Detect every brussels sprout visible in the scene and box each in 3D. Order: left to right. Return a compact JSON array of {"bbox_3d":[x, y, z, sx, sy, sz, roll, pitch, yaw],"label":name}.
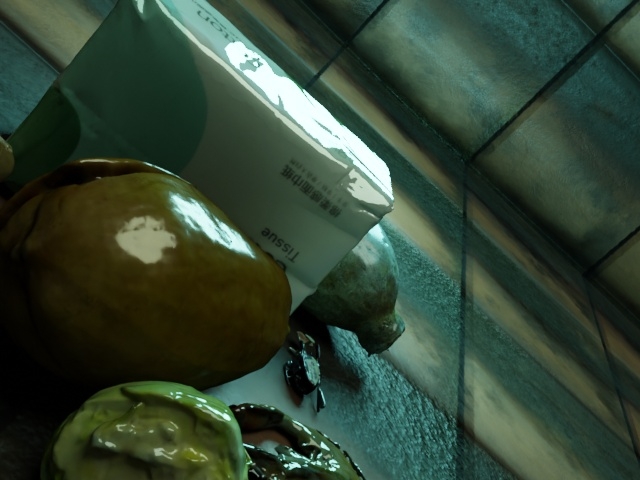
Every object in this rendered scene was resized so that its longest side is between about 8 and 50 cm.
[{"bbox_3d":[-0.130,0.173,0.701,0.152,0.149,0.122,61,-7,-10],"label":"brussels sprout"}]

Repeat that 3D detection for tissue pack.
[{"bbox_3d":[-0.132,-0.083,0.992,0.356,0.266,0.194,40,16,-13],"label":"tissue pack"}]

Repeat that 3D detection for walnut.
[{"bbox_3d":[-0.142,0.051,0.818,0.336,0.209,0.209,26,27,-48],"label":"walnut"}]

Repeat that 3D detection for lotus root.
[{"bbox_3d":[0.001,-0.002,1.241,0.350,0.175,0.175,52,22,16],"label":"lotus root"}]

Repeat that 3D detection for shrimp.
[{"bbox_3d":[-0.037,0.217,0.915,0.253,0.058,0.173,31,16,-40],"label":"shrimp"}]

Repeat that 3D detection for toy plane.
[{"bbox_3d":[-0.018,0.152,1.100,0.049,0.031,0.121,38,23,-32],"label":"toy plane"}]

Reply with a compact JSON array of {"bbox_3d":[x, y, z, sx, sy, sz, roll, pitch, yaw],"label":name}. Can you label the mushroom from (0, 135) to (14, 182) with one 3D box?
[{"bbox_3d":[-0.375,-0.128,0.911,0.209,0.084,0.071,53,-20,37],"label":"mushroom"}]
